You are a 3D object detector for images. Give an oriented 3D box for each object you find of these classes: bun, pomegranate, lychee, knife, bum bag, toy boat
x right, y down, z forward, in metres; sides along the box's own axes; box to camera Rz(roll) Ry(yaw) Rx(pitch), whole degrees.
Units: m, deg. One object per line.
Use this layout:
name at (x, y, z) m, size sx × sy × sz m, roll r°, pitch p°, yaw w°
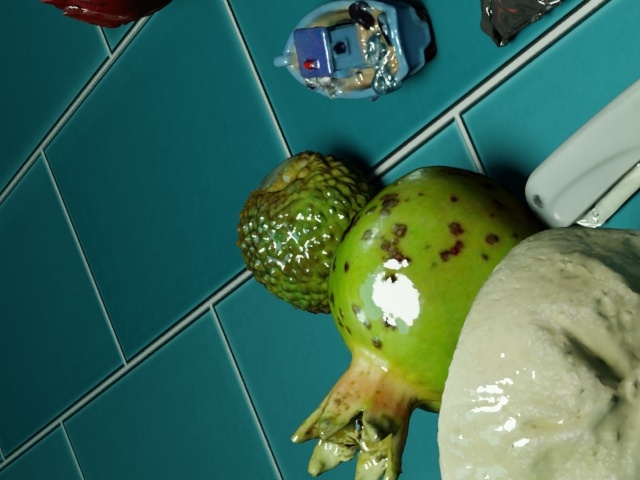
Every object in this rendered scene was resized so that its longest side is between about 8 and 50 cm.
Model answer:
bun at (0.230, 0.122, 1.503) m, size 0.204 × 0.281 × 0.281 m, roll 6°, pitch 115°, yaw 26°
pomegranate at (0.090, 0.064, 1.692) m, size 0.231 × 0.286 × 0.231 m, roll 24°, pitch 134°, yaw 27°
lychee at (0.000, 0.000, 1.962) m, size 0.171 × 0.171 × 0.171 m, roll 38°, pitch 137°, yaw 46°
knife at (0.247, -0.077, 1.589) m, size 0.073 × 0.040 × 0.265 m, roll 55°, pitch 149°, yaw 8°
bum bag at (0.167, -0.206, 1.658) m, size 0.058 × 0.034 × 0.124 m, roll 61°, pitch 152°, yaw 0°
toy boat at (0.020, -0.180, 1.871) m, size 0.223 × 0.097 × 0.100 m, roll 0°, pitch 103°, yaw 60°

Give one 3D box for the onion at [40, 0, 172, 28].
onion at (-0.223, -0.355, 2.059) m, size 0.281 × 0.281 × 0.221 m, roll -51°, pitch 53°, yaw 58°
